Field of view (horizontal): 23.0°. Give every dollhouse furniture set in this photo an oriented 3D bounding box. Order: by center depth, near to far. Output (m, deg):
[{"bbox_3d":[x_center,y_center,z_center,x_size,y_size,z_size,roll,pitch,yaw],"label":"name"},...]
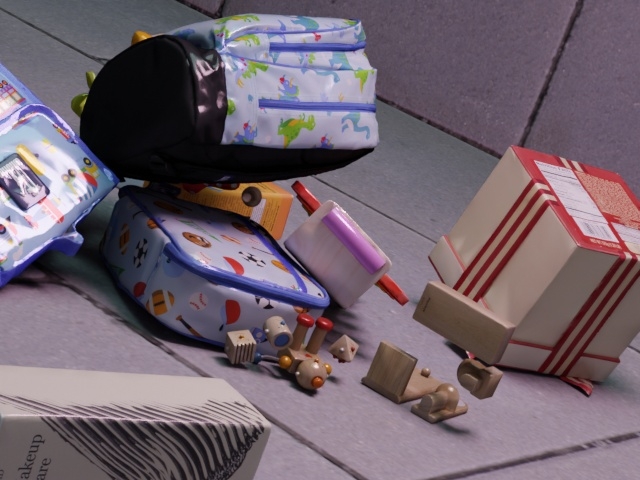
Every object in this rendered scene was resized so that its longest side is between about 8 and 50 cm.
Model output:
[{"bbox_3d":[0.163,0.132,1.898,0.144,0.151,0.123,30,17,27],"label":"dollhouse furniture set"}]

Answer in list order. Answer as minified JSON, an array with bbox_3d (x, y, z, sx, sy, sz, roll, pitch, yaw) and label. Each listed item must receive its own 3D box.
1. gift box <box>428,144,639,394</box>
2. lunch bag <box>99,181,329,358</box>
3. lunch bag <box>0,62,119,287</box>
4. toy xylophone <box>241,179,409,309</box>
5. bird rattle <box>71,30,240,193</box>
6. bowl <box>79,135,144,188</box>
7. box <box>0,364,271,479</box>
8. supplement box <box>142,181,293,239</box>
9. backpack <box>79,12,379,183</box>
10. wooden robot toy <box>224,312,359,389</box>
[{"bbox_3d":[0.321,0.058,2.205,0.255,0.258,0.276,14,35,-30],"label":"gift box"},{"bbox_3d":[-0.130,0.033,1.946,0.243,0.115,0.303,15,16,-28],"label":"lunch bag"},{"bbox_3d":[-0.395,-0.073,1.817,0.293,0.138,0.221,38,46,6],"label":"lunch bag"},{"bbox_3d":[0.000,0.000,2.055,0.236,0.081,0.323,47,-2,-7],"label":"toy xylophone"},{"bbox_3d":[-0.201,-0.174,2.124,0.253,0.207,0.143,15,20,-20],"label":"bird rattle"},{"bbox_3d":[-0.213,-0.165,2.458,0.312,0.163,0.311,20,14,-5],"label":"bowl"},{"bbox_3d":[-0.185,0.176,1.340,0.275,0.113,0.094,6,21,-40],"label":"box"},{"bbox_3d":[-0.151,-0.050,2.287,0.233,0.080,0.078,0,24,-46],"label":"supplement box"},{"bbox_3d":[-0.086,-0.176,1.989,0.356,0.273,0.290,13,-13,-34],"label":"backpack"},{"bbox_3d":[-0.019,0.135,1.813,0.173,0.076,0.079,12,28,-30],"label":"wooden robot toy"}]
